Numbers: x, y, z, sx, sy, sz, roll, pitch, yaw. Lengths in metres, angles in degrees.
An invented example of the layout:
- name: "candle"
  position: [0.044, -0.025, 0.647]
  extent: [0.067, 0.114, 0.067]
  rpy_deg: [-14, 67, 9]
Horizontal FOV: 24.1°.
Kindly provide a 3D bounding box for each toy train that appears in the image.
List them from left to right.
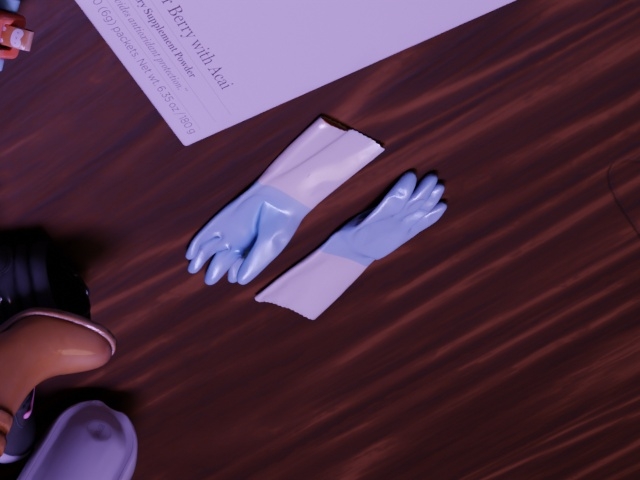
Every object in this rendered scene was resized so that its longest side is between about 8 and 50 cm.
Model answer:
- name: "toy train"
  position: [-0.253, -0.101, 1.103]
  extent: [0.046, 0.166, 0.125]
  rpy_deg: [18, -175, 12]

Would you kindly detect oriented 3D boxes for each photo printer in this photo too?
- name: "photo printer"
  position: [-0.293, 0.326, 1.532]
  extent: [0.107, 0.307, 0.256]
  rpy_deg: [27, 132, -2]

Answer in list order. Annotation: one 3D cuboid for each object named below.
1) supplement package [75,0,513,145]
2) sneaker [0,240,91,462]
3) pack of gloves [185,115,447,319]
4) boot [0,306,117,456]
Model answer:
- name: "supplement package"
  position: [-0.013, -0.229, 1.025]
  extent: [0.293, 0.175, 0.177]
  rpy_deg: [-23, 140, 10]
- name: "sneaker"
  position: [-0.277, 0.111, 1.414]
  extent: [0.147, 0.104, 0.295]
  rpy_deg: [-10, 138, 2]
- name: "pack of gloves"
  position: [0.000, 0.000, 1.420]
  extent: [0.195, 0.046, 0.232]
  rpy_deg: [23, 129, -37]
- name: "boot"
  position: [-0.271, 0.136, 1.269]
  extent: [0.197, 0.152, 0.073]
  rpy_deg: [-2, 136, -7]
